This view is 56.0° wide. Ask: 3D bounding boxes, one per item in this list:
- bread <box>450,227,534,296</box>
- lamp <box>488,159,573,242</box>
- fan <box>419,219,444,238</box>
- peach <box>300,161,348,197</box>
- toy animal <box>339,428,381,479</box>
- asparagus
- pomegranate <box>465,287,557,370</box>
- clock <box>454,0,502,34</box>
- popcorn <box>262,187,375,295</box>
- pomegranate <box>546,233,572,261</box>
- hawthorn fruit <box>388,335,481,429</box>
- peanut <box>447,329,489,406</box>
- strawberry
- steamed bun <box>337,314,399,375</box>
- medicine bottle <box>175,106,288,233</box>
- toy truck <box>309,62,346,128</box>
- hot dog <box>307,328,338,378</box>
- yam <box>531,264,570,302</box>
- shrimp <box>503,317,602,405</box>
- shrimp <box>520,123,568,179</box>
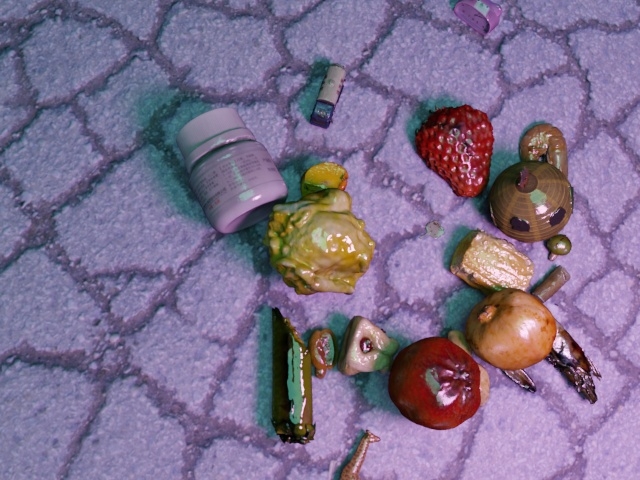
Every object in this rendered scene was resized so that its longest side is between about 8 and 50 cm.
[{"bbox_3d":[0.521,0.080,1.802,0.246,0.121,0.174,31,88,-3],"label":"bread"},{"bbox_3d":[0.615,-0.128,1.764,0.250,0.284,0.250,-10,61,19],"label":"lamp"},{"bbox_3d":[0.343,-0.027,1.866,0.083,0.004,0.056,-31,84,-9],"label":"fan"},{"bbox_3d":[0.010,-0.172,1.813,0.151,0.118,0.151,4,117,7],"label":"peach"},{"bbox_3d":[0.104,0.677,1.694,0.149,0.054,0.275,-1,79,-7],"label":"toy animal"},{"bbox_3d":[-0.080,0.377,1.704,0.129,0.108,0.381,-9,77,30],"label":"asparagus"},{"bbox_3d":[0.527,0.248,1.681,0.248,0.248,0.248,1,79,-4],"label":"pomegranate"},{"bbox_3d":[0.513,-0.747,1.961,0.153,0.110,0.050,39,77,3],"label":"clock"},{"bbox_3d":[-0.004,0.018,1.698,0.313,0.312,0.312,1,79,-4],"label":"popcorn"},{"bbox_3d":[0.739,0.022,1.861,0.073,0.073,0.084,-11,118,-6],"label":"pomegranate"},{"bbox_3d":[0.287,0.405,1.644,0.254,0.300,0.254,17,53,-24],"label":"hawthorn fruit"},{"bbox_3d":[0.421,0.374,1.753,0.103,0.098,0.229,-18,80,-45],"label":"peanut"},{"bbox_3d":[0.419,-0.291,1.851,0.254,0.150,0.280,10,77,-2],"label":"strawberry"},{"bbox_3d":[0.143,0.315,1.722,0.155,0.141,0.172,17,75,-6],"label":"steamed bun"},{"bbox_3d":[-0.259,-0.201,1.731,0.245,0.245,0.306,-27,82,-9],"label":"medicine bottle"},{"bbox_3d":[0.029,-0.455,1.880,0.074,0.088,0.201,19,79,-2],"label":"toy truck"},{"bbox_3d":[0.008,0.328,1.748,0.090,0.060,0.140,-7,73,-18],"label":"hot dog"},{"bbox_3d":[0.707,0.135,1.841,0.132,0.054,0.054,-41,85,-10],"label":"yam"},{"bbox_3d":[0.662,0.360,1.791,0.233,0.071,0.365,-37,82,-4],"label":"shrimp"},{"bbox_3d":[0.719,-0.243,1.910,0.146,0.061,0.267,-11,84,3],"label":"shrimp"}]
